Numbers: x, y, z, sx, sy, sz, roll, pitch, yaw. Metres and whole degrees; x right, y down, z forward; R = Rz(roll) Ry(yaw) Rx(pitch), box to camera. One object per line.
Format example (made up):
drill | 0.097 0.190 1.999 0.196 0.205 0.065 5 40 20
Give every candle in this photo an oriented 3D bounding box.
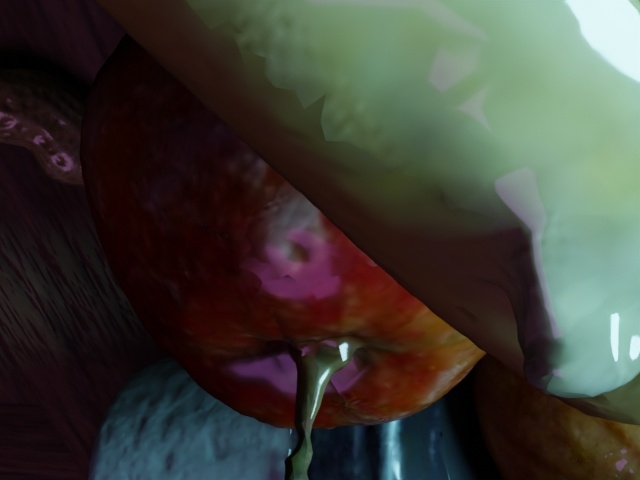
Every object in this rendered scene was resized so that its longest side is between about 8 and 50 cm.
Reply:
candle | -0.021 0.170 0.971 0.342 0.221 0.221 -14 135 32

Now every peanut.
peanut | -0.154 -0.065 0.843 0.113 0.054 0.054 29 141 -25

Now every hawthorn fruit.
hawthorn fruit | 0.000 0.000 0.698 0.241 0.272 0.242 -1 137 -1

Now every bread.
bread | 0.072 -0.176 0.416 0.376 0.253 0.348 40 92 -29

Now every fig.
fig | 0.184 0.088 0.819 0.205 0.205 0.205 9 143 7
